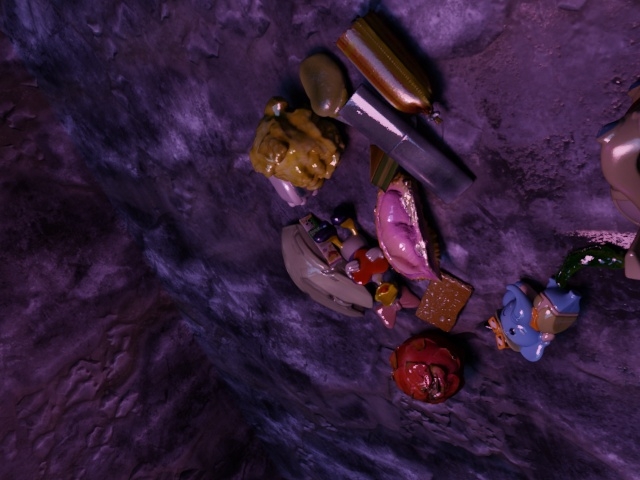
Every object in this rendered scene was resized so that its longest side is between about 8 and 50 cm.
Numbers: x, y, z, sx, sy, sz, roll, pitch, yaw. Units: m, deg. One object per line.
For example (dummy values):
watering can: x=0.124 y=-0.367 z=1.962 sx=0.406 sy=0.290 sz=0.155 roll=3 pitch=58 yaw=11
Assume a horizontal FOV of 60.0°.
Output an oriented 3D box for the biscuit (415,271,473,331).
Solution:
biscuit: x=0.381 y=0.190 z=1.723 sx=0.131 sy=0.025 sz=0.231 roll=28 pitch=139 yaw=13

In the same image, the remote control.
remote control: x=0.218 y=-0.242 z=1.414 sx=0.377 sy=0.044 sz=0.107 roll=38 pitch=128 yaw=-7

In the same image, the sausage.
sausage: x=0.182 y=-0.398 z=1.315 sx=0.317 sy=0.117 sz=0.125 roll=47 pitch=159 yaw=-1

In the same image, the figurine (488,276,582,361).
figurine: x=0.562 y=0.190 z=1.470 sx=0.180 sy=0.153 sz=0.262 roll=42 pitch=128 yaw=22

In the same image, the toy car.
toy car: x=0.628 y=-0.113 z=1.022 sx=0.336 sy=0.242 sz=0.226 roll=54 pitch=146 yaw=-11

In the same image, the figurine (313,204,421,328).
figurine: x=0.146 y=0.085 z=1.765 sx=0.421 sy=0.154 sz=0.193 roll=52 pitch=-179 yaw=2

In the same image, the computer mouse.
computer mouse: x=0.000 y=0.117 z=1.959 sx=0.429 sy=0.145 sz=0.228 roll=43 pitch=142 yaw=6

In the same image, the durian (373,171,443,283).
durian: x=0.249 y=-0.042 z=1.591 sx=0.191 sy=0.112 sz=0.341 roll=1 pitch=116 yaw=56

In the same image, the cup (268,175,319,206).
cup: x=-0.076 y=-0.186 z=1.746 sx=0.142 sy=0.134 sz=0.173 roll=59 pitch=164 yaw=-17

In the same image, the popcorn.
popcorn: x=-0.063 y=-0.275 z=1.590 sx=0.250 sy=0.242 sz=0.235 roll=21 pitch=-175 yaw=-22

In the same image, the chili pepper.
chili pepper: x=0.632 y=0.055 z=1.320 sx=0.182 sy=0.050 sz=0.073 roll=-32 pitch=91 yaw=49

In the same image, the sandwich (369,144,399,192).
sandwich: x=0.156 y=-0.195 z=1.505 sx=0.074 sy=0.116 sz=0.074 roll=31 pitch=170 yaw=-38

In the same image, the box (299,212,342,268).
box: x=0.000 y=0.000 z=1.864 sx=0.207 sy=0.050 sz=0.041 roll=55 pitch=167 yaw=25

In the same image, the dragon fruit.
dragon fruit: x=0.351 y=0.409 z=1.794 sx=0.250 sy=0.250 sz=0.315 roll=25 pitch=-179 yaw=29

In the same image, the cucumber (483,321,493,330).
cucumber: x=0.546 y=0.267 z=1.629 sx=0.134 sy=0.033 sz=0.034 roll=26 pitch=101 yaw=27

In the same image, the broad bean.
broad bean: x=0.010 y=-0.414 z=1.488 sx=0.124 sy=0.082 sz=0.175 roll=-13 pitch=107 yaw=32

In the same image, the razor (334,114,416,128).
razor: x=0.132 y=-0.310 z=1.495 sx=0.277 sy=0.056 sz=0.111 roll=25 pitch=140 yaw=28
